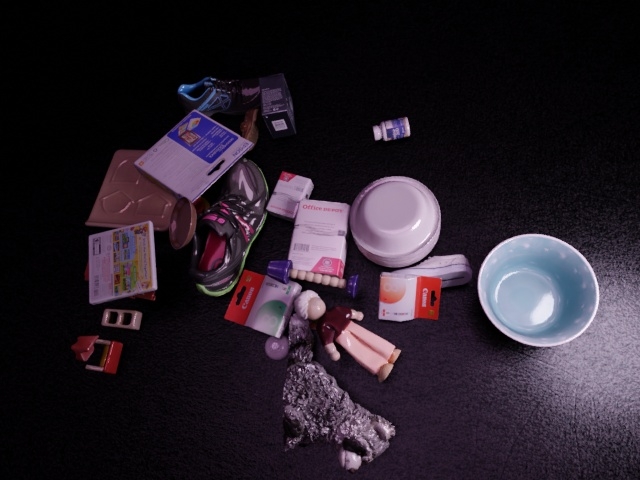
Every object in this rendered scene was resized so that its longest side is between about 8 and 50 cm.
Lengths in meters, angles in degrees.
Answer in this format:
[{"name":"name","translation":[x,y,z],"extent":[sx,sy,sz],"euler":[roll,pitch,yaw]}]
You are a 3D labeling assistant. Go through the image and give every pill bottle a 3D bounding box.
[{"name":"pill bottle","translation":[0.243,-0.381,1.736],"extent":[0.120,0.067,0.067],"euler":[-10,70,7]}]

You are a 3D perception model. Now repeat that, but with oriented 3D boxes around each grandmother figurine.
[{"name":"grandmother figurine","translation":[0.070,0.264,1.495],"extent":[0.342,0.208,0.104],"euler":[34,119,8]}]

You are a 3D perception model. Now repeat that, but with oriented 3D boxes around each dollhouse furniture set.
[{"name":"dollhouse furniture set","translation":[-0.656,0.230,1.616],"extent":[0.152,0.201,0.374],"euler":[3,71,11]}]

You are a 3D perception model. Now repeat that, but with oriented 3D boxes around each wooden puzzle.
[{"name":"wooden puzzle","translation":[-0.631,-0.176,1.806],"extent":[0.322,0.080,0.348],"euler":[4,61,14]}]

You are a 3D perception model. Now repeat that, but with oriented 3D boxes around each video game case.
[{"name":"video game case","translation":[-0.607,0.066,1.544],"extent":[0.206,0.026,0.227],"euler":[-13,67,4]}]

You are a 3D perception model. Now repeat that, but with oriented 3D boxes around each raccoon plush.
[{"name":"raccoon plush","translation":[0.050,0.415,1.434],"extent":[0.299,0.216,0.447],"euler":[-1,71,2]}]

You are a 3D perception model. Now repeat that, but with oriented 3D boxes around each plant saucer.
[{"name":"plant saucer","translation":[-0.435,-0.054,1.605],"extent":[0.168,0.029,0.169],"euler":[-12,74,49]}]

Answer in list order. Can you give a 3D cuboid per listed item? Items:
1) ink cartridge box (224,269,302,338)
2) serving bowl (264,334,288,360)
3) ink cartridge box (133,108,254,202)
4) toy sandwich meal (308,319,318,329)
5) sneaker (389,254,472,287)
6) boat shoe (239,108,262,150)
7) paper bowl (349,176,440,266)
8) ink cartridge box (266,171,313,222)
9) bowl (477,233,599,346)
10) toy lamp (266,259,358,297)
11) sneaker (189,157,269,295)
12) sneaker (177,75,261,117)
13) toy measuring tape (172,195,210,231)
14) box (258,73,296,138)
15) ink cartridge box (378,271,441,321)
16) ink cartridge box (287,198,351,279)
[{"name":"ink cartridge box","translation":[-0.193,0.194,1.609],"extent":[0.224,0.056,0.181],"euler":[15,74,22]},{"name":"serving bowl","translation":[-0.137,0.333,1.579],"extent":[0.083,0.027,0.083],"euler":[-3,71,9]},{"name":"ink cartridge box","translation":[-0.432,-0.284,1.744],"extent":[0.307,0.072,0.304],"euler":[34,68,22]},{"name":"toy sandwich meal","translation":[-0.018,0.238,1.589],"extent":[0.085,0.029,0.086],"euler":[-3,71,9]},{"name":"sneaker","translation":[0.332,0.100,1.554],"extent":[0.258,0.094,0.091],"euler":[-7,38,14]},{"name":"boat shoe","translation":[-0.262,-0.402,1.841],"extent":[0.060,0.064,0.178],"euler":[4,66,17]},{"name":"paper bowl","translation":[0.231,-0.071,1.581],"extent":[0.284,0.148,0.284],"euler":[-5,66,11]},{"name":"ink cartridge box","translation":[-0.103,-0.145,1.719],"extent":[0.109,0.063,0.151],"euler":[18,76,16]},{"name":"bowl","translation":[0.598,0.155,1.436],"extent":[0.311,0.163,0.312],"euler":[-3,70,9]},{"name":"toy lamp","translation":[-0.026,0.109,1.515],"extent":[0.274,0.080,0.080],"euler":[9,73,10]},{"name":"sneaker","translation":[-0.298,-0.059,1.650],"extent":[0.185,0.202,0.483],"euler":[9,73,12]},{"name":"sneaker","translation":[-0.357,-0.537,1.861],"extent":[0.340,0.140,0.125],"euler":[-13,68,4]},{"name":"toy measuring tape","translation":[-0.425,-0.148,1.766],"extent":[0.121,0.121,0.330],"euler":[2,56,11]},{"name":"box","translation":[-0.152,-0.475,1.793],"extent":[0.093,0.156,0.158],"euler":[-10,69,6]},{"name":"ink cartridge box","translation":[0.265,0.176,1.512],"extent":[0.179,0.045,0.146],"euler":[6,111,15]},{"name":"ink cartridge box","translation":[0.000,0.000,1.630],"extent":[0.171,0.100,0.237],"euler":[7,73,12]}]
